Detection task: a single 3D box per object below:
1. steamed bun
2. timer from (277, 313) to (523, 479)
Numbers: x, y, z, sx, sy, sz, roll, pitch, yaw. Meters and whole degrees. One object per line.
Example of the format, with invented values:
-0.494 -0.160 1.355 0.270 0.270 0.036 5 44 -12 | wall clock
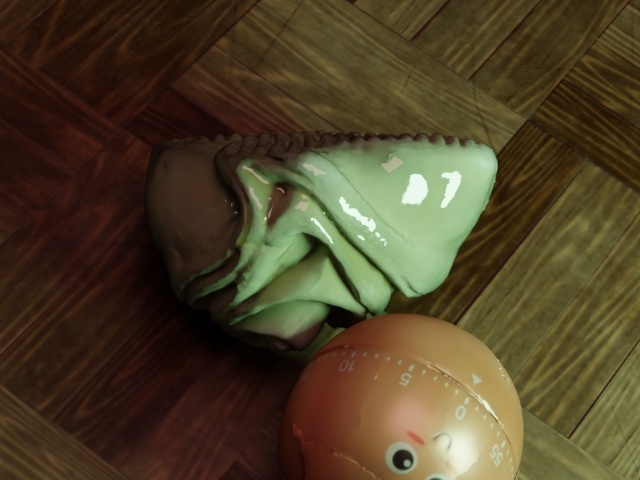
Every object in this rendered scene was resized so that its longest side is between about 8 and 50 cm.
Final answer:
-0.006 -0.001 1.949 0.324 0.310 0.219 -2 96 -35 | steamed bun
0.076 0.191 1.843 0.230 0.229 0.215 26 57 4 | timer
